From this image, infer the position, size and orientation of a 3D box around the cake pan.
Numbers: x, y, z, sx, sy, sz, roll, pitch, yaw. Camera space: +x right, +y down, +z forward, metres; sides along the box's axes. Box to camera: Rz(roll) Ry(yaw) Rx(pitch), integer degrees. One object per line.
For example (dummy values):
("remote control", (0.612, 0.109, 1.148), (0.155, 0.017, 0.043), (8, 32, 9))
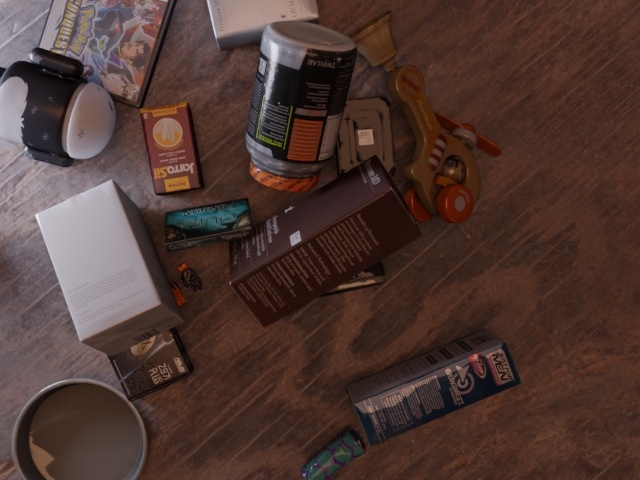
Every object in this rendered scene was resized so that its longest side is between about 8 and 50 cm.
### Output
("cake pan", (-0.523, 0.444, 1.751), (0.293, 0.054, 0.293), (0, 92, -3))

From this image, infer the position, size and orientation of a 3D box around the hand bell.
("hand bell", (0.162, -0.364, 1.744), (0.126, 0.126, 0.242), (-34, 106, -1))

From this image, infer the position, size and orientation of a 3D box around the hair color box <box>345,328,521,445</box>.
("hair color box", (0.238, 0.313, 1.726), (0.347, 0.174, 0.105), (-22, 94, -2))

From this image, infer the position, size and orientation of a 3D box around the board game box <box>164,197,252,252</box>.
("board game box", (-0.242, -0.035, 1.715), (0.186, 0.126, 0.026), (-11, 125, -3))

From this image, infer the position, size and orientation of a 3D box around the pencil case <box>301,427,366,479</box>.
("pencil case", (0.031, 0.491, 1.777), (0.151, 0.064, 0.070), (-40, 77, 0))

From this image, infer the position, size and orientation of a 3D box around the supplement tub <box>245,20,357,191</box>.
("supplement tub", (-0.048, -0.273, 1.636), (0.193, 0.193, 0.316), (12, 119, -3))

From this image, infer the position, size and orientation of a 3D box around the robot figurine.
("robot figurine", (-0.569, -0.274, 1.664), (0.278, 0.209, 0.173), (16, 71, -3))

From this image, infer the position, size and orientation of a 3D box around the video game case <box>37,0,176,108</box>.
("video game case", (-0.467, -0.455, 1.727), (0.248, 0.035, 0.275), (18, 91, -4))

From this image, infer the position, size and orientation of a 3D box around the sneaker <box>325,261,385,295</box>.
("sneaker", (0.025, 0.058, 1.761), (0.222, 0.083, 0.118), (-10, 81, -3))

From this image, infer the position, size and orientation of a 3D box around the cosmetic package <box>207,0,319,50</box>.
("cosmetic package", (-0.135, -0.545, 1.691), (0.224, 0.138, 0.224), (-13, 93, -1))

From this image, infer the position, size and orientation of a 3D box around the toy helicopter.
("toy helicopter", (0.254, -0.220, 1.712), (0.235, 0.140, 0.355), (-38, 112, -26))

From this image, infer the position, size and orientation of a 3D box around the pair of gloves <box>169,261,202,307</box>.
("pair of gloves", (-0.309, 0.098, 1.770), (0.083, 0.010, 0.074), (-41, 92, -3))

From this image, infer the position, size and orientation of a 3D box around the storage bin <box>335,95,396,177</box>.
("storage bin", (0.094, -0.218, 1.742), (0.122, 0.084, 0.180), (-5, 93, -3))

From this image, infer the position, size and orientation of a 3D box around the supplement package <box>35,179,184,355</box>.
("supplement package", (-0.429, 0.059, 1.637), (0.177, 0.175, 0.293), (-25, 72, -1))

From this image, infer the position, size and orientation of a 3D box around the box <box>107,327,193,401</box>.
("box", (-0.382, 0.237, 1.738), (0.147, 0.077, 0.180), (-23, 93, -2))

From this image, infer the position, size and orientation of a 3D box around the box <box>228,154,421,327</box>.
("box", (0.000, 0.000, 1.648), (0.381, 0.191, 0.143), (-30, 116, 7))

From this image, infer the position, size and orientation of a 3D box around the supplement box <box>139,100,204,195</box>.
("supplement box", (-0.320, -0.197, 1.722), (0.104, 0.081, 0.188), (-10, 93, -3))
